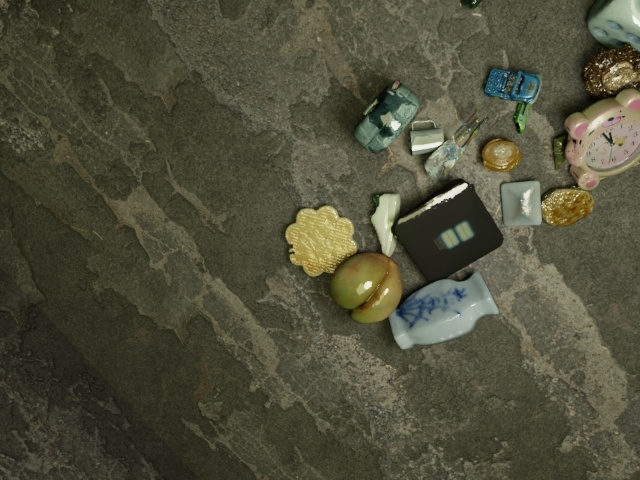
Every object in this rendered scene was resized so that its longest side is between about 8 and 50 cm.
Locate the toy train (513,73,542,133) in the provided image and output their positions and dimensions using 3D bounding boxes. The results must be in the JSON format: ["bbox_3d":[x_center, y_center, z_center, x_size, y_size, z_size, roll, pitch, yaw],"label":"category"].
[{"bbox_3d":[0.754,-0.503,1.626,0.042,0.044,0.209,15,105,3],"label":"toy train"}]

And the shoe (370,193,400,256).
[{"bbox_3d":[0.257,-0.067,1.783,0.110,0.095,0.264,13,109,23],"label":"shoe"}]

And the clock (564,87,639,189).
[{"bbox_3d":[1.001,-0.347,1.526,0.284,0.114,0.309,-24,129,22],"label":"clock"}]

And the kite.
[{"bbox_3d":[0.507,-0.361,1.654,0.309,0.169,0.015,-55,48,13],"label":"kite"}]

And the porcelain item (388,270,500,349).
[{"bbox_3d":[0.483,0.288,1.754,0.406,0.242,0.178,-28,133,18],"label":"porcelain item"}]

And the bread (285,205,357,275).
[{"bbox_3d":[0.000,0.000,1.844,0.317,0.054,0.315,2,104,8],"label":"bread"}]

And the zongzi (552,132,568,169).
[{"bbox_3d":[0.945,-0.349,1.648,0.154,0.062,0.130,-26,122,-3],"label":"zongzi"}]

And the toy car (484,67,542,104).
[{"bbox_3d":[0.683,-0.557,1.575,0.191,0.100,0.097,20,102,23],"label":"toy car"}]

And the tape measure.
[{"bbox_3d":[0.232,-0.447,1.600,0.147,0.275,0.256,38,110,-7],"label":"tape measure"}]

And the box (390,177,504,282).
[{"bbox_3d":[0.494,-0.031,1.715,0.350,0.091,0.359,-34,114,14],"label":"box"}]

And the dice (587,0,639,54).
[{"bbox_3d":[1.063,-0.759,1.411,0.268,0.264,0.262,34,106,-2],"label":"dice"}]

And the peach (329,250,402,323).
[{"bbox_3d":[0.188,0.183,1.769,0.293,0.247,0.291,1,83,-8],"label":"peach"}]

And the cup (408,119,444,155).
[{"bbox_3d":[0.397,-0.393,1.677,0.130,0.095,0.128,-7,100,6],"label":"cup"}]

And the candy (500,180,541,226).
[{"bbox_3d":[0.770,-0.139,1.691,0.138,0.071,0.174,-2,105,31],"label":"candy"}]

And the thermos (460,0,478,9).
[{"bbox_3d":[0.527,-0.848,1.499,0.083,0.187,0.073,-37,96,12],"label":"thermos"}]

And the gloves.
[{"bbox_3d":[1.031,-0.540,1.524,0.211,0.135,0.312,-9,133,43],"label":"gloves"}]

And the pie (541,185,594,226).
[{"bbox_3d":[0.931,-0.130,1.678,0.194,0.079,0.163,5,109,4],"label":"pie"}]

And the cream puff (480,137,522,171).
[{"bbox_3d":[0.676,-0.314,1.649,0.144,0.103,0.126,2,81,23],"label":"cream puff"}]
